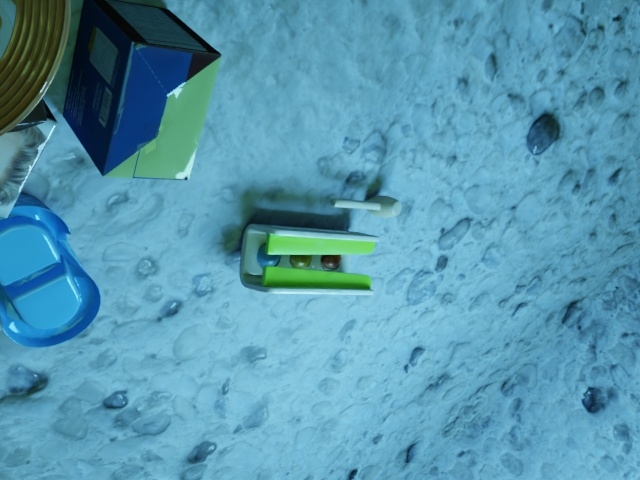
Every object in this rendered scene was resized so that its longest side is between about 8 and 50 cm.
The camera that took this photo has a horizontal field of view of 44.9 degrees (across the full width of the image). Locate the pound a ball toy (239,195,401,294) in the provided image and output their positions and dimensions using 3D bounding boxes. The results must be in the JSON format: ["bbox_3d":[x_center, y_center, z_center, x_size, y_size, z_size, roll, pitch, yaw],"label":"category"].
[{"bbox_3d":[0.000,0.000,1.580,0.319,0.135,0.208,3,95,-38],"label":"pound a ball toy"}]

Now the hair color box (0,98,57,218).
[{"bbox_3d":[-0.556,-0.168,1.034,0.347,0.105,0.174,19,109,-44],"label":"hair color box"}]

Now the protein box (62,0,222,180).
[{"bbox_3d":[-0.268,-0.223,1.132,0.136,0.201,0.200,0,122,-36],"label":"protein box"}]

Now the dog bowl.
[{"bbox_3d":[-0.478,0.048,1.281,0.166,0.074,0.297,-28,134,-17],"label":"dog bowl"}]

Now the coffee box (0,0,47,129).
[{"bbox_3d":[-0.445,-0.253,0.956,0.141,0.098,0.247,-19,102,-43],"label":"coffee box"}]

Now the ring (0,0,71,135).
[{"bbox_3d":[-0.428,-0.266,0.850,0.337,0.336,0.032,-55,178,12],"label":"ring"}]
